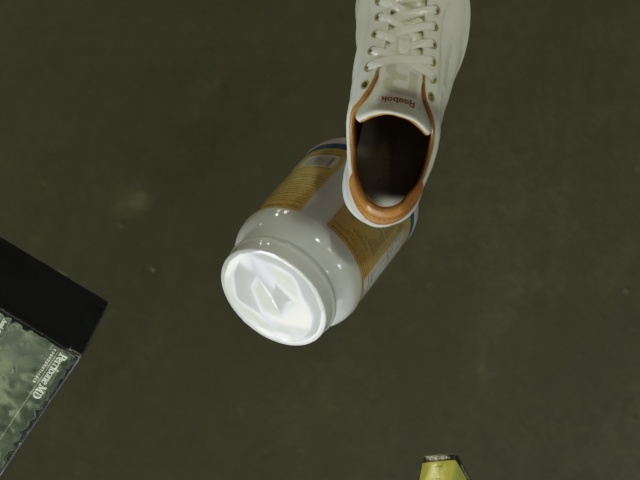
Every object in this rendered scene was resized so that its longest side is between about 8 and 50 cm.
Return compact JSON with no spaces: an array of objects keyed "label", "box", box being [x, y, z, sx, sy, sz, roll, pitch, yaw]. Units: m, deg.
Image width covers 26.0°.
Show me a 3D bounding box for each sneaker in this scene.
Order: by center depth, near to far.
[{"label":"sneaker","box":[0.080,-0.154,1.223,0.105,0.123,0.290,6,92,-1]}]

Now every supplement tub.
[{"label":"supplement tub","box":[0.000,0.000,1.442,0.144,0.144,0.200,4,37,34]}]

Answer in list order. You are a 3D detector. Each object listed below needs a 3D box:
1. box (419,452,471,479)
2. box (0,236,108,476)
[{"label":"box","box":[0.173,0.430,2.026,0.058,0.087,0.232,-10,42,24]},{"label":"box","box":[-0.343,0.124,1.286,0.261,0.184,0.103,-53,8,27]}]
